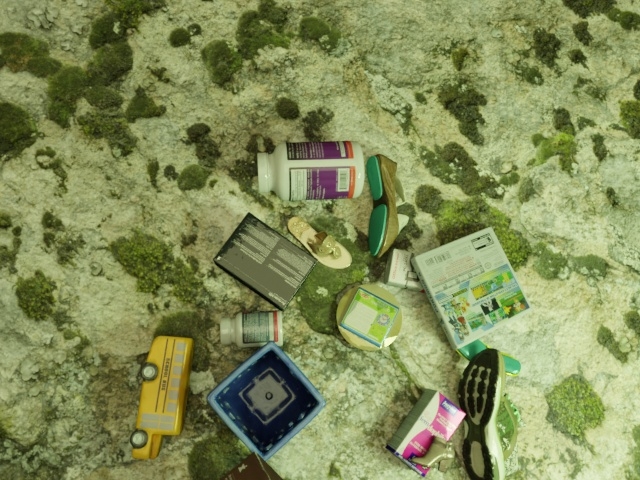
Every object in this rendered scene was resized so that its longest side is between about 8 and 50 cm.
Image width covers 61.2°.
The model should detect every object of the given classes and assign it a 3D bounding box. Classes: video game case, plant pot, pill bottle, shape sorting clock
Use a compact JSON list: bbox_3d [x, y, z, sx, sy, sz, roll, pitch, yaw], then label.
[{"bbox_3d":[0.475,0.139,1.684,0.328,0.036,0.300,-19,78,-26],"label":"video game case"},{"bbox_3d":[-0.150,0.442,1.518,0.236,0.212,0.236,-41,84,-13],"label":"plant pot"},{"bbox_3d":[-0.033,-0.216,1.686,0.322,0.181,0.182,-2,78,-6],"label":"pill bottle"},{"bbox_3d":[0.151,0.238,1.677,0.206,0.040,0.207,0,76,-2],"label":"shape sorting clock"},{"bbox_3d":[-0.203,0.264,1.604,0.180,0.108,0.108,-2,78,-6],"label":"pill bottle"}]

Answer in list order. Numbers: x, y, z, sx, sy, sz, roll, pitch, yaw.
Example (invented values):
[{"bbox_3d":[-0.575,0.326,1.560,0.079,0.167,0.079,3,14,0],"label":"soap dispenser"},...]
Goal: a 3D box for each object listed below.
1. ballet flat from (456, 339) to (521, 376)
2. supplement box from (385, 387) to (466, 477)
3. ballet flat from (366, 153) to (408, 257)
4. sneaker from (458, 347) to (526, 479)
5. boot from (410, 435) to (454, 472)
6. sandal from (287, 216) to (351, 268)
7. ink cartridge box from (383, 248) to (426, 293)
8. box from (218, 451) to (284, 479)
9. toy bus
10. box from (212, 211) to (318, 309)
[{"bbox_3d":[0.501,0.356,1.665,0.230,0.077,0.077,25,74,1],"label":"ballet flat"},{"bbox_3d":[0.307,0.558,1.587,0.111,0.114,0.220,38,76,2],"label":"supplement box"},{"bbox_3d":[0.219,-0.111,1.737,0.124,0.116,0.343,5,73,-24],"label":"ballet flat"},{"bbox_3d":[0.524,0.518,1.605,0.181,0.158,0.411,-1,94,-28],"label":"sneaker"},{"bbox_3d":[0.315,0.590,1.507,0.118,0.042,0.087,18,71,-5],"label":"boot"},{"bbox_3d":[-0.004,0.005,1.692,0.240,0.079,0.088,37,77,3],"label":"sandal"},{"bbox_3d":[0.285,0.098,1.708,0.150,0.063,0.109,12,77,-3],"label":"ink cartridge box"},{"bbox_3d":[-0.094,0.732,1.370,0.143,0.191,0.382,-35,123,-10],"label":"box"},{"bbox_3d":[-0.449,0.443,1.544,0.130,0.108,0.333,6,77,-6],"label":"toy bus"},{"bbox_3d":[-0.167,0.068,1.653,0.261,0.103,0.184,35,74,2],"label":"box"}]
